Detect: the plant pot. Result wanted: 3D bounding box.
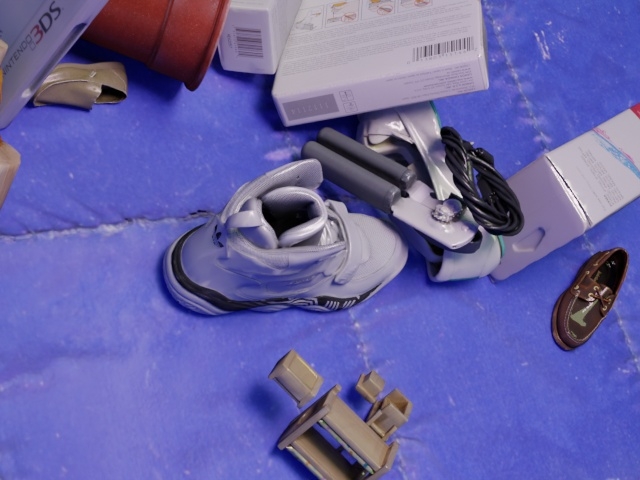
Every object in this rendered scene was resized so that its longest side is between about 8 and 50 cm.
[{"bbox_3d":[-0.257,-0.357,1.290,0.265,0.272,0.273,13,60,-17],"label":"plant pot"}]

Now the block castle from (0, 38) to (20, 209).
[{"bbox_3d":[-0.535,-0.109,0.978,0.453,0.213,0.303,13,34,-32],"label":"block castle"}]

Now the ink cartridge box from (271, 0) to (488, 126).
[{"bbox_3d":[0.090,-0.293,1.461,0.261,0.296,0.066,-83,159,-43],"label":"ink cartridge box"}]

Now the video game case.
[{"bbox_3d":[-0.384,-0.341,1.158,0.036,0.300,0.329,-22,79,-49],"label":"video game case"}]

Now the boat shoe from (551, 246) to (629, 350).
[{"bbox_3d":[0.431,0.085,1.603,0.073,0.073,0.207,41,53,-9],"label":"boat shoe"}]

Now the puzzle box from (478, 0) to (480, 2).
[{"bbox_3d":[0.151,-0.502,1.739,0.272,0.052,0.409,14,60,-27],"label":"puzzle box"}]

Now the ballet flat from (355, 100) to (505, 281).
[{"bbox_3d":[0.131,-0.117,1.492,0.139,0.139,0.400,-19,79,-37],"label":"ballet flat"}]

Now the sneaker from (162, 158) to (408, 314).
[{"bbox_3d":[0.000,0.000,1.283,0.365,0.210,0.138,-5,70,-34],"label":"sneaker"}]

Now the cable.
[{"bbox_3d":[0.220,-0.083,1.381,0.150,0.047,0.185,44,26,-32],"label":"cable"}]

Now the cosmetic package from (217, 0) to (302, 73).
[{"bbox_3d":[-0.080,-0.358,1.454,0.085,0.117,0.231,8,49,8],"label":"cosmetic package"}]

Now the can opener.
[{"bbox_3d":[0.095,-0.062,1.406,0.280,0.093,0.074,33,55,18],"label":"can opener"}]

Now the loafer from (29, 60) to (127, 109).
[{"bbox_3d":[-0.306,-0.195,1.289,0.148,0.056,0.050,-20,72,-37],"label":"loafer"}]

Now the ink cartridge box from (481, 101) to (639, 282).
[{"bbox_3d":[0.394,-0.079,1.564,0.306,0.226,0.131,-25,81,-39],"label":"ink cartridge box"}]

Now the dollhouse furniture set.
[{"bbox_3d":[0.008,0.210,1.281,0.182,0.101,0.161,45,27,-4],"label":"dollhouse furniture set"}]
